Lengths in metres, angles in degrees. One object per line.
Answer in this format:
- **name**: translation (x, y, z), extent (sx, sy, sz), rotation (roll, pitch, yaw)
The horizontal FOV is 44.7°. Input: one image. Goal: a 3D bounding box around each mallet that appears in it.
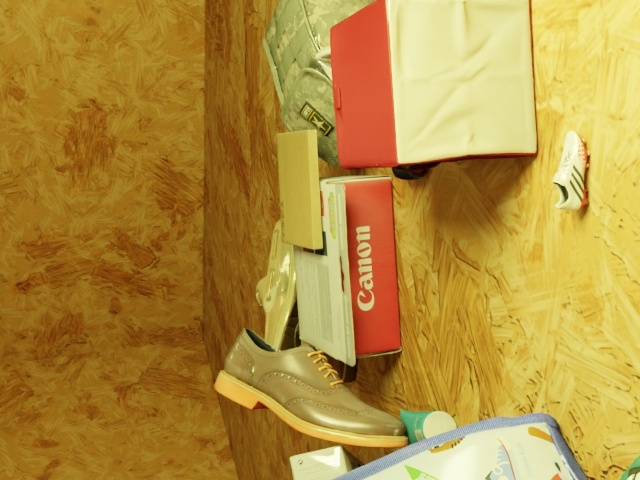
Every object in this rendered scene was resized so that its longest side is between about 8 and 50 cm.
- **mallet**: translation (0.134, -0.186, 1.203), extent (0.062, 0.039, 0.190), rotation (167, 101, -70)

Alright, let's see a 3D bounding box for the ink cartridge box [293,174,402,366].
- **ink cartridge box**: translation (0.052, 0.043, 1.374), extent (0.272, 0.130, 0.310), rotation (-167, 71, -69)

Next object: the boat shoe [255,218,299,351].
- **boat shoe**: translation (-0.078, 0.118, 1.695), extent (0.121, 0.110, 0.341), rotation (39, -120, -59)

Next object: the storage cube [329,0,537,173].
- **storage cube**: translation (0.130, -0.188, 0.947), extent (0.193, 0.183, 0.215), rotation (-164, 70, -72)

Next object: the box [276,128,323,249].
- **box**: translation (-0.038, -0.090, 1.360), extent (0.164, 0.021, 0.201), rotation (-168, 74, -67)

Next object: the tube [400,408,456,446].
- **tube**: translation (0.161, 0.307, 1.252), extent (0.207, 0.052, 0.080), rotation (123, 144, -72)

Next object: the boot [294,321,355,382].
- **boot**: translation (0.010, 0.154, 1.585), extent (0.112, 0.115, 0.306), rotation (-134, 44, -69)

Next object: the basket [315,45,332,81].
- **basket**: translation (0.091, -0.227, 1.097), extent (0.167, 0.103, 0.113), rotation (53, 172, -18)

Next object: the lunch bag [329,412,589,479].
- **lunch bag**: translation (0.147, 0.406, 0.848), extent (0.239, 0.385, 0.328), rotation (43, -157, -43)

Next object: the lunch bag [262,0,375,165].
- **lunch bag**: translation (0.019, -0.287, 1.329), extent (0.235, 0.168, 0.287), rotation (135, 121, -69)

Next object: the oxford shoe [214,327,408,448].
- **oxford shoe**: translation (-0.013, 0.249, 1.313), extent (0.130, 0.363, 0.133), rotation (25, -98, -66)

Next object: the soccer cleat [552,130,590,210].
- **soccer cleat**: translation (0.259, -0.072, 0.811), extent (0.029, 0.035, 0.083), rotation (-162, 68, -72)

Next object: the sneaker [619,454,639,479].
- **sneaker**: translation (0.301, 0.195, 0.609), extent (0.302, 0.121, 0.108), rotation (116, 145, -61)

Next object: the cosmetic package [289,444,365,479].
- **cosmetic package**: translation (0.057, 0.529, 1.347), extent (0.377, 0.097, 0.285), rotation (62, -165, -65)
